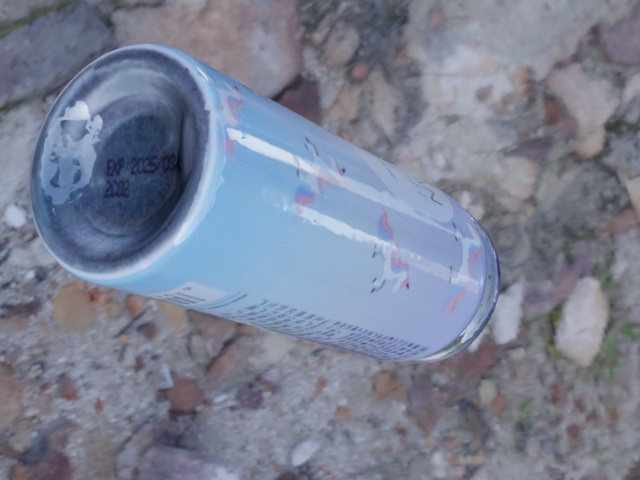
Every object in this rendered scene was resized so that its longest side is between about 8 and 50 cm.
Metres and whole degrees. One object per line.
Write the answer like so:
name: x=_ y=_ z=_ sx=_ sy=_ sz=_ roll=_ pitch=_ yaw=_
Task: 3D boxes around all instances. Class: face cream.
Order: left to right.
face cream: x=0.000 y=0.000 z=0.467 sx=0.229 sy=0.075 sz=0.075 roll=22 pitch=63 yaw=-57
